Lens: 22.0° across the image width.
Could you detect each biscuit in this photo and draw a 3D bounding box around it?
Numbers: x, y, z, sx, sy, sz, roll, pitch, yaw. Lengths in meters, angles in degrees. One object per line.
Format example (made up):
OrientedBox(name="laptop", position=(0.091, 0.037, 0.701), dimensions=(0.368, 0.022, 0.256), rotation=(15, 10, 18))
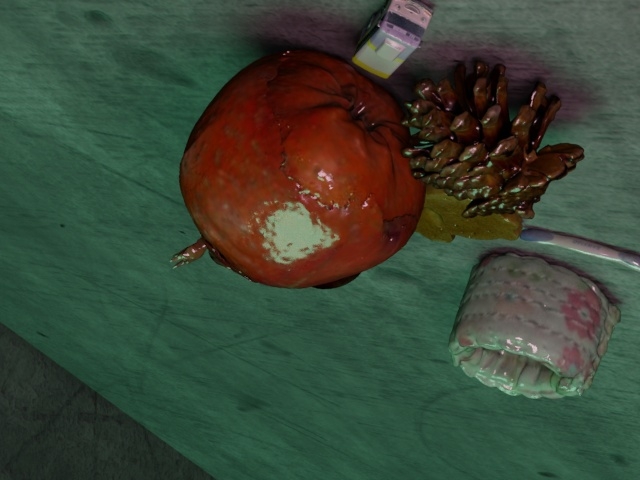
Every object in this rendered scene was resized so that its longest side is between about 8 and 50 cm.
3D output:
OrientedBox(name="biscuit", position=(0.148, -0.045, 2.092), dimensions=(0.225, 0.036, 0.166), rotation=(3, 153, 36))

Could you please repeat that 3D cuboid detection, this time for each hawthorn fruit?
OrientedBox(name="hawthorn fruit", position=(-0.047, -0.060, 1.846), dimensions=(0.307, 0.276, 0.276), rotation=(-33, 132, 20))

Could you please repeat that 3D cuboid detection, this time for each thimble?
OrientedBox(name="thimble", position=(0.284, 0.118, 2.198), dimensions=(0.211, 0.149, 0.185), rotation=(14, 156, 19))

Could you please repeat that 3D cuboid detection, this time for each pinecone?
OrientedBox(name="pinecone", position=(0.177, -0.105, 1.748), dimensions=(0.195, 0.150, 0.179), rotation=(27, 159, -10))

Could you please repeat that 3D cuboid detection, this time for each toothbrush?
OrientedBox(name="toothbrush", position=(0.376, 0.024, 2.048), dimensions=(0.269, 0.021, 0.027), rotation=(15, 146, 18))

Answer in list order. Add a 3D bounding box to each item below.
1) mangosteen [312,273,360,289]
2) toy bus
OrientedBox(name="mangosteen", position=(0.000, 0.000, 2.252), dimensions=(0.140, 0.140, 0.140), rotation=(20, 159, 8))
OrientedBox(name="toy bus", position=(0.074, -0.213, 1.718), dimensions=(0.052, 0.058, 0.102), rotation=(26, 160, -10))
